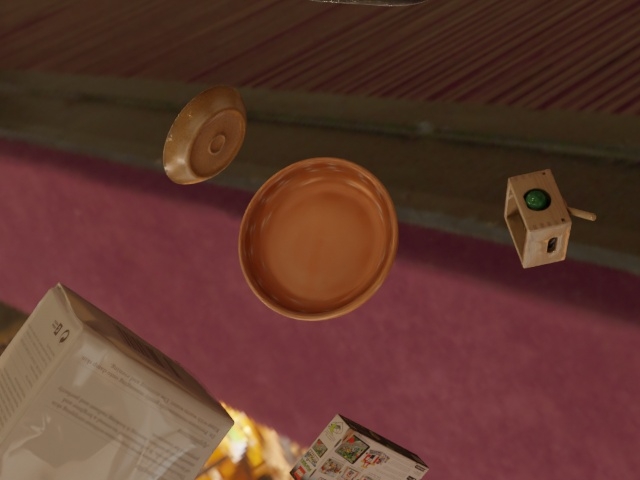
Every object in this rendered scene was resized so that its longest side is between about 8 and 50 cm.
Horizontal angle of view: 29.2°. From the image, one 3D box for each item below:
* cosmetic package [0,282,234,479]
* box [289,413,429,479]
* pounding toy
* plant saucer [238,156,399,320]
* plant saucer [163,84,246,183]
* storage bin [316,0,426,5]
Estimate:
[{"bbox_3d":[-0.298,0.272,1.306,0.217,0.385,0.156,39,179,-28],"label":"cosmetic package"},{"bbox_3d":[0.060,0.336,1.800,0.207,0.114,0.036,35,-173,-43],"label":"box"},{"bbox_3d":[0.364,-0.038,1.969,0.141,0.100,0.130,85,172,-56],"label":"pounding toy"},{"bbox_3d":[0.000,0.000,1.467,0.200,0.200,0.037,45,-177,24],"label":"plant saucer"},{"bbox_3d":[-0.081,-0.075,0.917,0.015,0.083,0.083,34,145,27],"label":"plant saucer"},{"bbox_3d":[0.039,-0.202,0.721,0.098,0.135,0.091,9,120,27],"label":"storage bin"}]
